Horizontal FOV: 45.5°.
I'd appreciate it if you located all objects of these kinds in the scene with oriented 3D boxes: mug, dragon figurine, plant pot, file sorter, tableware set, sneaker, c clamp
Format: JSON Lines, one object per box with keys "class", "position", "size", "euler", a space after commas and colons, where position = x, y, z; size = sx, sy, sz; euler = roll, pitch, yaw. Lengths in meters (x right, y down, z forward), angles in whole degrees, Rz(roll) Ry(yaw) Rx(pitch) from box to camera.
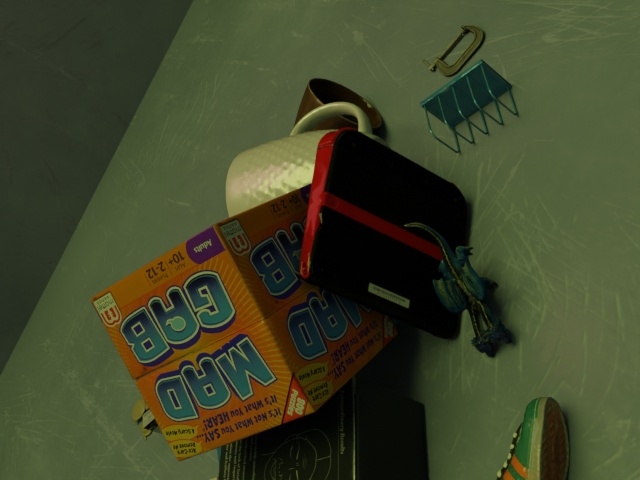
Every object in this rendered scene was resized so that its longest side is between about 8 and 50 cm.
{"class": "mug", "position": [0.007, -0.153, 1.722], "size": [0.328, 0.276, 0.373], "euler": [-12, 57, 32]}
{"class": "dragon figurine", "position": [0.268, 0.082, 1.447], "size": [0.085, 0.289, 0.144], "euler": [-32, 10, 20]}
{"class": "plant pot", "position": [0.010, -0.270, 2.003], "size": [0.230, 0.215, 0.215], "euler": [-57, 34, 29]}
{"class": "file sorter", "position": [0.331, -0.290, 1.688], "size": [0.170, 0.118, 0.104], "euler": [-34, 48, 32]}
{"class": "tableware set", "position": [-0.495, 0.492, 2.236], "size": [0.168, 0.020, 0.141], "euler": [-49, 40, 13]}
{"class": "sneaker", "position": [0.326, 0.403, 1.246], "size": [0.121, 0.108, 0.302], "euler": [-7, 63, 43]}
{"class": "c clamp", "position": [0.328, -0.474, 1.888], "size": [0.160, 0.022, 0.137], "euler": [-45, 39, 21]}

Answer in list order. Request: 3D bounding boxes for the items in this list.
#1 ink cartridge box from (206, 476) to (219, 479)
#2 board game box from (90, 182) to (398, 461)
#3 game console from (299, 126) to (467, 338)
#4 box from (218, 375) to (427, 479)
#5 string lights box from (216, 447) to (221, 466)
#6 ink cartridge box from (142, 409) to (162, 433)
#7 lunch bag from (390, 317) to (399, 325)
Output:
{"class": "ink cartridge box", "position": [-0.292, 0.688, 1.784], "size": [0.283, 0.117, 0.207], "euler": [-30, 47, 36]}
{"class": "board game box", "position": [-0.139, 0.149, 1.486], "size": [0.357, 0.356, 0.356], "euler": [-28, 91, 33]}
{"class": "game console", "position": [0.137, -0.016, 1.509], "size": [0.060, 0.387, 0.341], "euler": [-20, 53, 52]}
{"class": "box", "position": [-0.004, 0.475, 1.504], "size": [0.396, 0.212, 0.293], "euler": [-27, 48, 38]}
{"class": "string lights box", "position": [-0.177, 0.449, 1.791], "size": [0.077, 0.133, 0.259], "euler": [-43, 40, 24]}
{"class": "ink cartridge box", "position": [-0.381, 0.450, 2.063], "size": [0.207, 0.097, 0.046], "euler": [-42, 41, 24]}
{"class": "lunch bag", "position": [0.124, 0.120, 1.681], "size": [0.129, 0.096, 0.151], "euler": [-44, 50, 23]}
